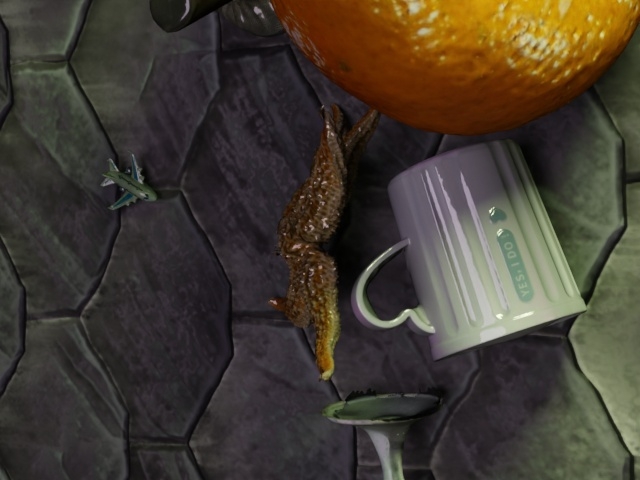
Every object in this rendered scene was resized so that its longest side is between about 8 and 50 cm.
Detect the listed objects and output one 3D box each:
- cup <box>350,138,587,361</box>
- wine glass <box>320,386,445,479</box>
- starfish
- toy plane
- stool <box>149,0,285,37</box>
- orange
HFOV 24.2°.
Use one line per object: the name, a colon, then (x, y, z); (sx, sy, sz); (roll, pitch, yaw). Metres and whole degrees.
cup: (0.149, 0.013, 1.550); (0.167, 0.221, 0.202); (-26, 79, 46)
wine glass: (0.085, 0.328, 1.666); (0.143, 0.143, 0.321); (-5, 95, 29)
starfish: (0.000, -0.027, 1.615); (0.084, 0.301, 0.293); (12, 100, -7)
toy plane: (-0.234, -0.069, 1.855); (0.083, 0.033, 0.080); (27, 107, 16)
stool: (-0.120, -0.414, 1.643); (0.310, 0.226, 0.310); (42, 114, 17)
orange: (0.127, -0.309, 1.416); (0.326, 0.424, 0.424); (21, 106, 47)
